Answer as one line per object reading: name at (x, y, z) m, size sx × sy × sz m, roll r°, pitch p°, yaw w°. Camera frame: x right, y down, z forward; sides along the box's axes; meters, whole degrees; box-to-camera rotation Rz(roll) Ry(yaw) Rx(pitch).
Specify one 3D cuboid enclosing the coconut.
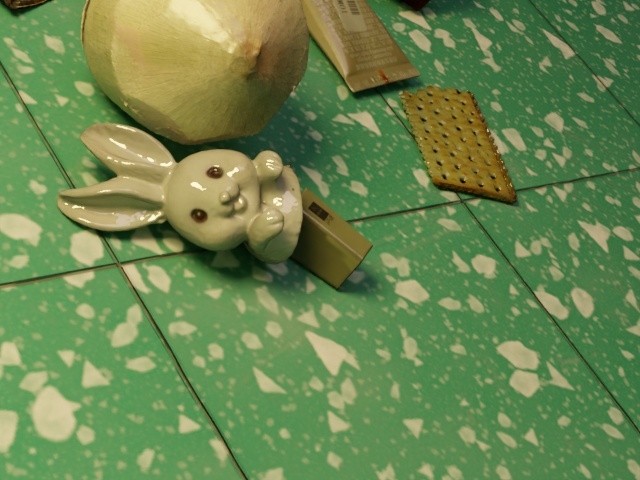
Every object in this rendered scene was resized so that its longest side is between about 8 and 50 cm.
coconut at (-0.121, -0.197, 1.161) m, size 0.224 × 0.224 × 0.234 m, roll -3°, pitch 25°, yaw -39°

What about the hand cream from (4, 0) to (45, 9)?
hand cream at (-0.313, -0.299, 1.291) m, size 0.062 × 0.039 × 0.163 m, roll 40°, pitch 44°, yaw 3°

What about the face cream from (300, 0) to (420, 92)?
face cream at (-0.008, -0.335, 1.525) m, size 0.137 × 0.084 × 0.341 m, roll -20°, pitch 69°, yaw -45°

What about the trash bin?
trash bin at (0.000, 0.000, 1.191) m, size 0.092 × 0.061 × 0.043 m, roll 38°, pitch 38°, yaw -2°

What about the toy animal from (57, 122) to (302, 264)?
toy animal at (-0.126, -0.046, 1.095) m, size 0.221 × 0.131 × 0.103 m, roll 12°, pitch 86°, yaw -25°

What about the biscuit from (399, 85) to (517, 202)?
biscuit at (0.171, -0.132, 1.488) m, size 0.144 × 0.016 × 0.203 m, roll 9°, pitch 46°, yaw -30°

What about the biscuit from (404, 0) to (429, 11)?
biscuit at (0.047, -0.451, 1.559) m, size 0.388 × 0.107 × 0.073 m, roll 30°, pitch 26°, yaw -40°

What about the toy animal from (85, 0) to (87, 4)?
toy animal at (-0.204, -0.314, 1.312) m, size 0.181 × 0.131 × 0.127 m, roll -55°, pitch 126°, yaw -66°
